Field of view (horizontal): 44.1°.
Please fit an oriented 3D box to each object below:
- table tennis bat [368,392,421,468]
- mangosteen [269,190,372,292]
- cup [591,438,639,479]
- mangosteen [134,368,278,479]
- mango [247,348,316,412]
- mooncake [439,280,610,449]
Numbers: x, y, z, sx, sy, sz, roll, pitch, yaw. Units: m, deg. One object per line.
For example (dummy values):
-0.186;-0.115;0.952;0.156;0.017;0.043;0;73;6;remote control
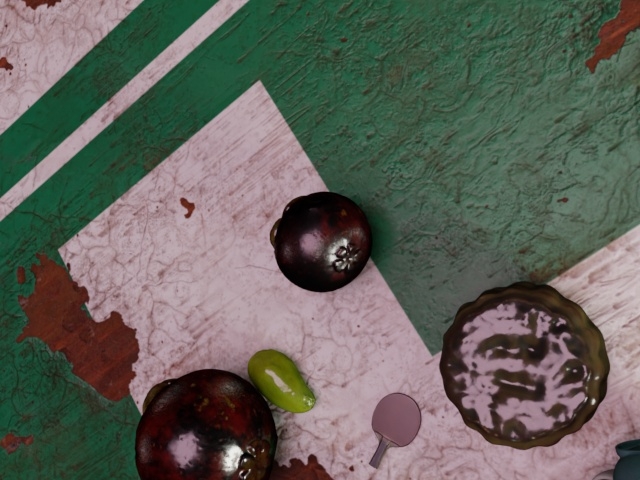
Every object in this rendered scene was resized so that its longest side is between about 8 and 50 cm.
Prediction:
0.137;0.372;1.539;0.095;0.014;0.158;28;97;20;table tennis bat
0.000;0.000;1.521;0.210;0.210;0.210;-1;87;23;mangosteen
0.560;0.454;1.258;0.289;0.219;0.258;-17;79;54;cup
-0.231;0.394;1.559;0.311;0.311;0.311;-1;87;23;mangosteen
-0.080;0.287;1.603;0.165;0.074;0.091;37;100;20;mango
0.351;0.213;1.373;0.290;0.161;0.290;-1;87;22;mooncake
